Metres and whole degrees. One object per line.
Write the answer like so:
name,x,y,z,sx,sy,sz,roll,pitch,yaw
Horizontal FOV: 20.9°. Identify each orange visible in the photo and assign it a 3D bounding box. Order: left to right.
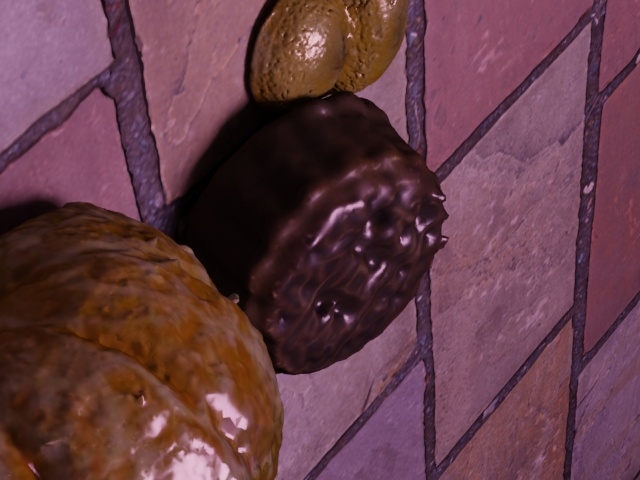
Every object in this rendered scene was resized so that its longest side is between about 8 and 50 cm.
orange,-0.137,0.149,1.120,0.368,0.210,0.271,-70,159,-49

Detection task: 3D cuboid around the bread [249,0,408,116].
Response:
bread,0.013,-0.173,1.353,0.149,0.065,0.187,-25,138,-44

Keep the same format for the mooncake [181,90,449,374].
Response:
mooncake,0.000,0.000,1.393,0.228,0.124,0.228,-33,150,-23
